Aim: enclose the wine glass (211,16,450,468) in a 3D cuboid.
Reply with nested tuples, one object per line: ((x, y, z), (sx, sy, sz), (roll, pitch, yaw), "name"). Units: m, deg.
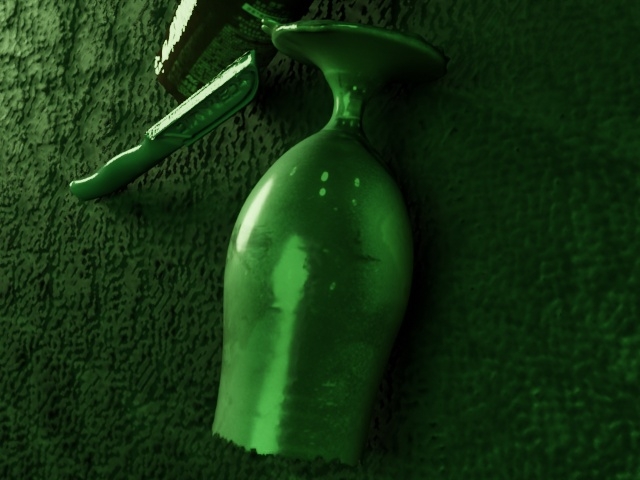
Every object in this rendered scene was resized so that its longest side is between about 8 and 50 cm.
((0.000, 0.000, 0.529), (0.103, 0.103, 0.222), (6, 82, 34), "wine glass")

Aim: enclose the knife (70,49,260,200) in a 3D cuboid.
((-0.096, -0.063, 0.623), (0.210, 0.028, 0.015), (-25, 50, 44), "knife")

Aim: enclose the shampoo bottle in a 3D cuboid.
((-0.023, -0.160, 0.546), (0.067, 0.068, 0.236), (45, 135, 3), "shampoo bottle")
